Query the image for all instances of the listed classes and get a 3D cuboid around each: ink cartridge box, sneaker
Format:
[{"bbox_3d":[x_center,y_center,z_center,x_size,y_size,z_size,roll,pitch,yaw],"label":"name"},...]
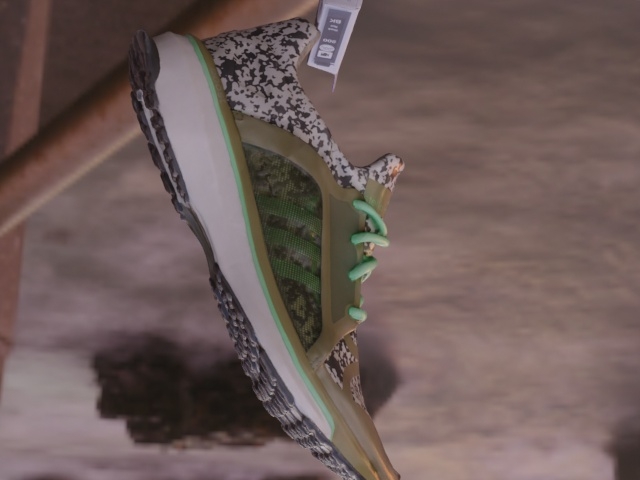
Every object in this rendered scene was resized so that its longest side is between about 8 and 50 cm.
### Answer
[{"bbox_3d":[0.030,-0.293,1.550,0.045,0.206,0.208,14,161,-2],"label":"ink cartridge box"},{"bbox_3d":[0.000,0.000,1.132,0.182,0.410,0.158,-23,-179,-10],"label":"sneaker"}]
